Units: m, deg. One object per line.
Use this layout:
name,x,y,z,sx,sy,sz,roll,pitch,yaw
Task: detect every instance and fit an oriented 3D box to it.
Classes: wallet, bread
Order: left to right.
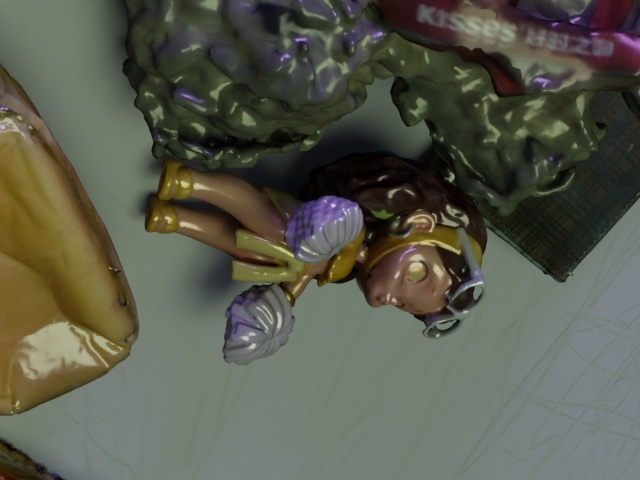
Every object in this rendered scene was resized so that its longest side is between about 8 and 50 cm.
bread,-0.211,-0.008,1.152,0.136,0.107,0.241,-27,132,-5
wallet,0.231,-0.124,1.353,0.317,0.044,0.169,-48,128,8

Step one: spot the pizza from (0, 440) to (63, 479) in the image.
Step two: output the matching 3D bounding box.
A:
pizza,-0.352,0.211,1.226,0.440,0.130,0.406,-20,133,-15

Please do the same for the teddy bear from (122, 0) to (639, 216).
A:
teddy bear,0.050,-0.154,1.125,0.367,0.224,0.357,-31,114,-3

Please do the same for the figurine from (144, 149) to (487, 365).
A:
figurine,0.002,0.000,1.267,0.240,0.116,0.175,4,143,-22
